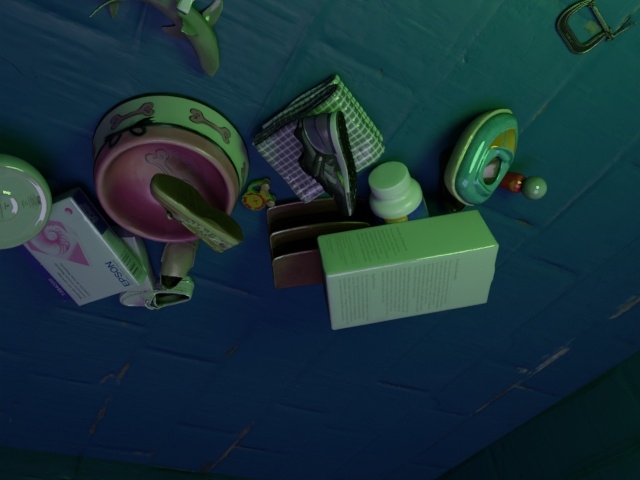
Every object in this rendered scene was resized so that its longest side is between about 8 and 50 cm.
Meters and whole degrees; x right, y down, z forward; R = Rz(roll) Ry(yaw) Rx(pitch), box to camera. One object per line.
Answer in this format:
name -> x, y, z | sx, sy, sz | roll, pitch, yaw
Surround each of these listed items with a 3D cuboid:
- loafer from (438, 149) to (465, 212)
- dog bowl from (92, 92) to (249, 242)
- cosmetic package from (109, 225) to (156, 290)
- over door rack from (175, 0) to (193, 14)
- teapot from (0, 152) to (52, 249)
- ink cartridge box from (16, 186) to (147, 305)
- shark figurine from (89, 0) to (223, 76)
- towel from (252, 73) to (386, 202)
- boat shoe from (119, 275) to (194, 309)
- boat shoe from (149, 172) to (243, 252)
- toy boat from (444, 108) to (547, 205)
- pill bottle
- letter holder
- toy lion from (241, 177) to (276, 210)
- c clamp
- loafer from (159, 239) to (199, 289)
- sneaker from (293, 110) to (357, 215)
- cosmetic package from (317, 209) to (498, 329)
loafer -> 0.382, -0.154, 1.499 | 0.080, 0.078, 0.220 | -16, 134, 9
dog bowl -> -0.389, -0.162, 1.347 | 0.407, 0.151, 0.408 | -3, 135, -3
cosmetic package -> -0.583, 0.058, 1.597 | 0.098, 0.061, 0.239 | 0, 134, 0
over door rack -> -0.278, -0.600, 0.922 | 0.239, 0.108, 0.324 | 24, 114, -26
teapot -> -0.811, -0.115, 1.293 | 0.256, 0.187, 0.252 | -54, 136, -4
ink cartridge box -> -0.728, 0.041, 1.497 | 0.329, 0.072, 0.324 | -19, 121, 17
shark figurine -> -0.315, -0.463, 1.090 | 0.278, 0.116, 0.166 | 22, 126, -28
towel -> -0.006, -0.246, 1.332 | 0.283, 0.121, 0.235 | -31, 129, 21
boat shoe -> -0.543, 0.181, 1.707 | 0.257, 0.084, 0.095 | -15, 134, 7
boat shoe -> -0.314, -0.055, 1.283 | 0.089, 0.105, 0.285 | -34, 130, 20
toy boat -> 0.482, -0.197, 1.390 | 0.318, 0.148, 0.268 | 22, 96, -42
pill bottle -> 0.227, -0.088, 1.494 | 0.152, 0.152, 0.272 | -19, 134, 11
letter holder -> 0.000, 0.000, 1.535 | 0.301, 0.152, 0.215 | -6, 129, -6
toy lion -> -0.181, -0.128, 1.491 | 0.095, 0.034, 0.100 | -5, 135, 9
c clamp -> 0.640, -0.511, 1.227 | 0.160, 0.022, 0.137 | 27, 131, -31
loafer -> -0.431, 0.064, 1.578 | 0.101, 0.092, 0.269 | 8, 144, -19
sneaker -> 0.014, -0.182, 1.268 | 0.124, 0.107, 0.284 | -3, 130, 16
cosmetic package -> 0.231, 0.081, 1.435 | 0.452, 0.162, 0.230 | -9, 133, -4
